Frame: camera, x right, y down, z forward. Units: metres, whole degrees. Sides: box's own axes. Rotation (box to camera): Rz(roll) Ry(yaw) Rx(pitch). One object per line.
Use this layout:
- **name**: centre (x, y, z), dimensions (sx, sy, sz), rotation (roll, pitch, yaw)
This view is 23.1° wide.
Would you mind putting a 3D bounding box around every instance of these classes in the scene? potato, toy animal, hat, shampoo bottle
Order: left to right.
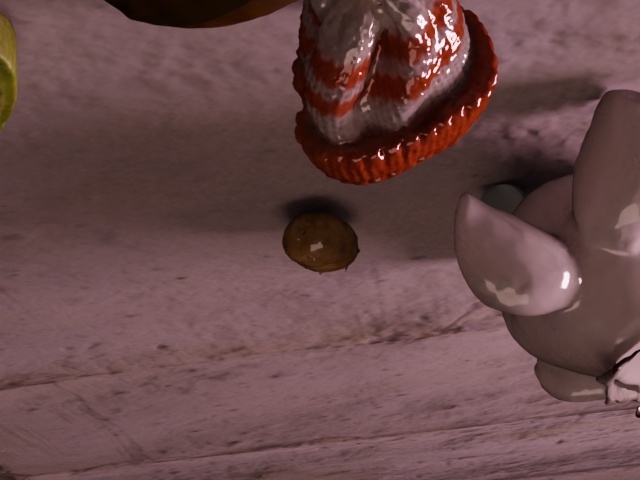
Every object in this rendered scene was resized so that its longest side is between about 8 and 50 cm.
- **potato**: centre (0.000, 0.000, 1.145), dimensions (0.051, 0.040, 0.083), rotation (-19, 162, 8)
- **hat**: centre (0.025, -0.105, 0.754), dimensions (0.112, 0.093, 0.162), rotation (-31, 156, -5)
- **shampoo bottle**: centre (0.160, 0.002, 1.200), dimensions (0.069, 0.041, 0.191), rotation (-25, 156, 10)
- **toy animal**: centre (0.222, 0.022, 1.086), dimensions (0.208, 0.154, 0.325), rotation (-37, 148, 6)

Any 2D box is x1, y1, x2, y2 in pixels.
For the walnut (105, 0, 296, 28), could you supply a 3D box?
- **walnut**: centre (-0.023, -0.151, 0.516), dimensions (0.137, 0.137, 0.245), rotation (2, 160, -23)

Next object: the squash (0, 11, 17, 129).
- **squash**: centre (-0.265, -0.082, 0.806), dimensions (0.219, 0.041, 0.219), rotation (-6, 162, -2)
